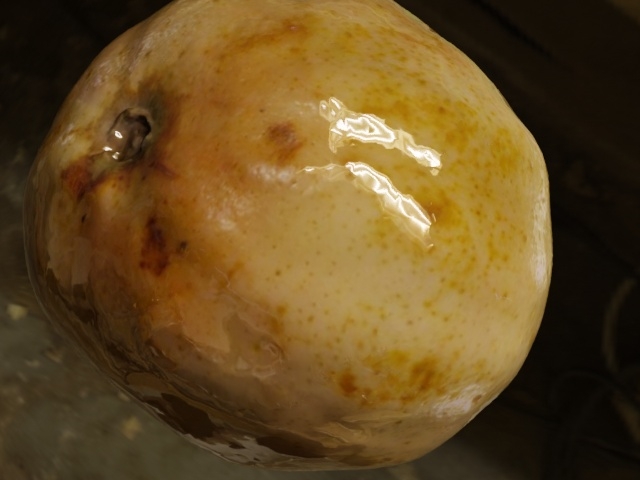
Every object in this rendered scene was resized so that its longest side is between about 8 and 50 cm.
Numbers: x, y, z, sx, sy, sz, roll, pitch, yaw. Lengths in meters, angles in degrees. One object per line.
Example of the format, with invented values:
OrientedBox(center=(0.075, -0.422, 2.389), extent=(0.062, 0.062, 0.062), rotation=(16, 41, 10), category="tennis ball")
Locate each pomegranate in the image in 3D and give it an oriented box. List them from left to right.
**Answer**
OrientedBox(center=(-0.012, -0.003, 0.717), extent=(0.207, 0.207, 0.207), rotation=(0, 89, -14), category="pomegranate")
